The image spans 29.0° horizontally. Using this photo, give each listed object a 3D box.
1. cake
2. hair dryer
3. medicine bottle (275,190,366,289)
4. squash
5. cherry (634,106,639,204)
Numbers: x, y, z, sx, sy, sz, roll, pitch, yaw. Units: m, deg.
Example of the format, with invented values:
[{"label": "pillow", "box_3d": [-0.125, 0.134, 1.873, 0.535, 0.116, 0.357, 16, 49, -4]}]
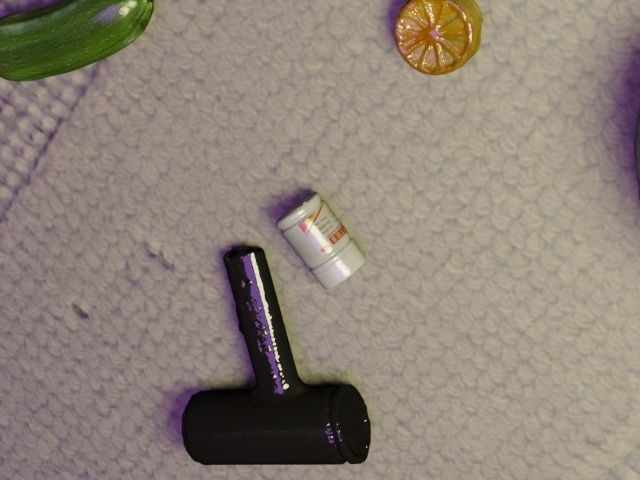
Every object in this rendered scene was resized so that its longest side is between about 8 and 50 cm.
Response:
[{"label": "cake", "box_3d": [0.111, -0.197, 1.160, 0.084, 0.044, 0.084, 7, 113, 17]}, {"label": "hair dryer", "box_3d": [-0.062, 0.125, 1.347, 0.197, 0.089, 0.251, -6, 101, 23]}, {"label": "medicine bottle", "box_3d": [0.000, 0.000, 1.274, 0.057, 0.057, 0.089, -33, 98, 27]}, {"label": "squash", "box_3d": [-0.264, -0.212, 1.268, 0.219, 0.068, 0.077, -12, 123, 22]}, {"label": "cherry", "box_3d": [0.388, -0.063, 1.024, 0.255, 0.218, 0.296, 9, 120, 8]}]
